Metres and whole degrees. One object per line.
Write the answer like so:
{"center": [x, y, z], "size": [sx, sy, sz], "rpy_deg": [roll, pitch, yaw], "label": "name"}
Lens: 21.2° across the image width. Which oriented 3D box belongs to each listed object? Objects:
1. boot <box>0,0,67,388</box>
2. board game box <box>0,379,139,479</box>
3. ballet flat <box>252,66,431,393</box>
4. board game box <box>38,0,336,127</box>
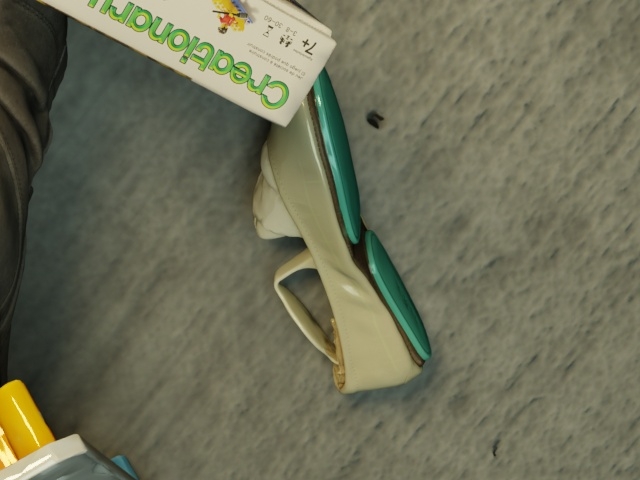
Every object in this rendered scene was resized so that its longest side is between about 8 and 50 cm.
{"center": [-0.200, -0.006, 0.975], "size": [0.118, 0.338, 0.223], "rpy_deg": [18, 62, -10], "label": "boot"}
{"center": [-0.285, 0.213, 0.952], "size": [0.390, 0.390, 0.050], "rpy_deg": [-29, 78, -6], "label": "board game box"}
{"center": [0.000, 0.000, 1.097], "size": [0.086, 0.086, 0.248], "rpy_deg": [-26, 120, -7], "label": "ballet flat"}
{"center": [-0.127, -0.163, 0.840], "size": [0.193, 0.305, 0.053], "rpy_deg": [26, 101, -27], "label": "board game box"}
